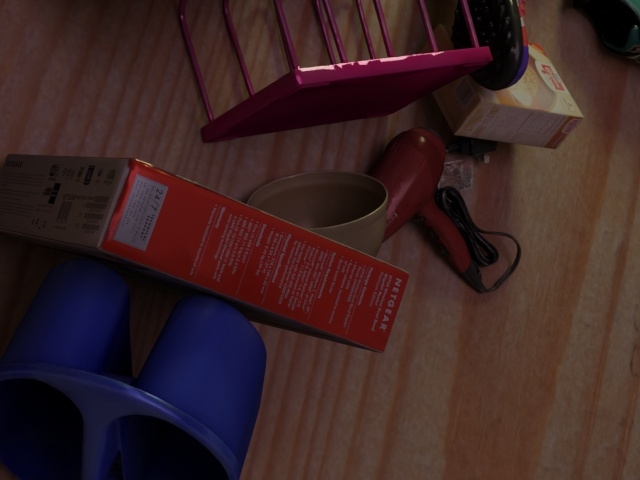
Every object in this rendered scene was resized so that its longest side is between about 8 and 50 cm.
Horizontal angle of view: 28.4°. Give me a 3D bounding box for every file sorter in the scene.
[{"bbox_3d":[0.010,-0.246,1.477,0.290,0.202,0.182,-13,84,-37],"label":"file sorter"}]

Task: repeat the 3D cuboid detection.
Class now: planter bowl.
[{"bbox_3d":[0.000,0.000,1.455,0.162,0.162,0.109,-26,123,-37],"label":"planter bowl"}]

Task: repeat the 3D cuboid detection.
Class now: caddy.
[{"bbox_3d":[-0.181,0.173,1.170,0.241,0.341,0.179,17,59,5],"label":"caddy"}]

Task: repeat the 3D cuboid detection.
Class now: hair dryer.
[{"bbox_3d":[0.149,-0.035,1.603,0.293,0.080,0.223,-9,86,-36],"label":"hair dryer"}]

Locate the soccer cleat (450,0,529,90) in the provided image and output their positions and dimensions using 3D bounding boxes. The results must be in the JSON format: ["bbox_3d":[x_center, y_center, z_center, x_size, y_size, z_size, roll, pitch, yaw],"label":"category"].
[{"bbox_3d":[0.226,-0.303,1.636,0.116,0.108,0.318,19,38,-30],"label":"soccer cleat"}]

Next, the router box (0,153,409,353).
[{"bbox_3d":[-0.132,0.008,1.229,0.301,0.335,0.082,23,82,-31],"label":"router box"}]

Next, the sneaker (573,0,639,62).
[{"bbox_3d":[0.491,-0.307,1.900,0.302,0.108,0.121,35,62,-16],"label":"sneaker"}]

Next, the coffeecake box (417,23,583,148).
[{"bbox_3d":[0.236,-0.202,1.675,0.185,0.068,0.142,4,48,-35],"label":"coffeecake box"}]
